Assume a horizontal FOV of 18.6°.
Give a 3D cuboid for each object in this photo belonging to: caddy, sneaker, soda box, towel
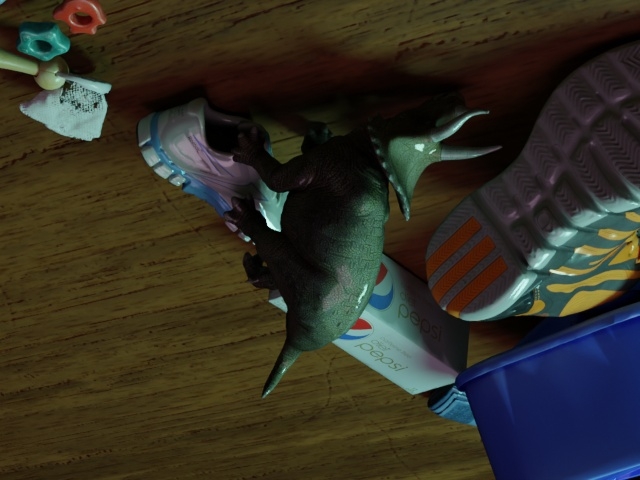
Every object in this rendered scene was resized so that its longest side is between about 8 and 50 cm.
[{"bbox_3d":[0.283,0.116,1.754,0.341,0.179,0.241,-25,165,40],"label":"caddy"},{"bbox_3d":[0.239,-0.049,1.579,0.321,0.124,0.180,-39,155,28],"label":"sneaker"},{"bbox_3d":[-0.061,-0.059,1.647,0.083,0.071,0.191,-28,136,35],"label":"sneaker"},{"bbox_3d":[0.048,0.063,1.817,0.069,0.074,0.216,-20,140,37],"label":"soda box"},{"bbox_3d":[0.175,0.176,2.022,0.119,0.029,0.067,16,148,-17],"label":"towel"}]

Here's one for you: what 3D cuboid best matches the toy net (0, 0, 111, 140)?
[{"bbox_3d":[-0.209,-0.160,1.532,0.122,0.045,0.232,-6,148,16],"label":"toy net"}]

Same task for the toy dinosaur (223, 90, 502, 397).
[{"bbox_3d":[0.000,0.000,1.583,0.121,0.313,0.160,13,-163,-45],"label":"toy dinosaur"}]
